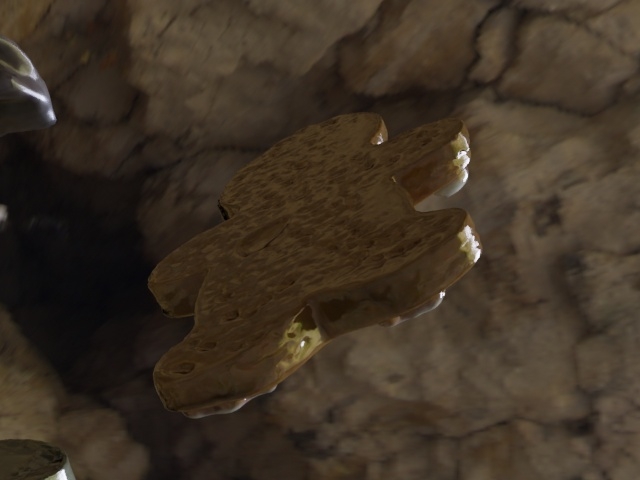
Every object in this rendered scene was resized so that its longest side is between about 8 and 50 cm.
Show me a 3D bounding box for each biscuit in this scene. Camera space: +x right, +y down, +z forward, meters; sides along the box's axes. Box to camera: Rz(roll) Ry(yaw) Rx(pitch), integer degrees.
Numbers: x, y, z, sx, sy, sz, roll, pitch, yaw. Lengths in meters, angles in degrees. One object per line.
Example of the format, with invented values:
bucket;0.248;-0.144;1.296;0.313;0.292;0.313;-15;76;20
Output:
biscuit;0.000;0.000;1.112;0.216;0.339;0.047;-27;-72;2

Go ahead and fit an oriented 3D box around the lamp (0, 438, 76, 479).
lamp;-0.179;0.231;1.107;0.121;0.121;0.214;-6;-76;-12

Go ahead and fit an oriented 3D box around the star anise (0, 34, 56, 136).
star anise;-0.215;-0.067;0.569;0.283;0.129;0.212;17;-135;-19
